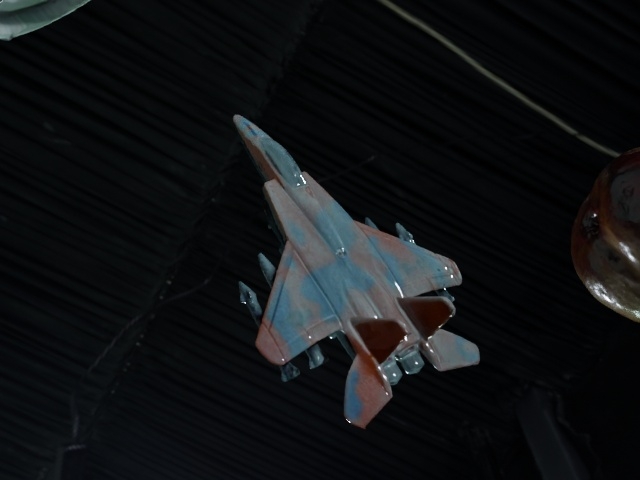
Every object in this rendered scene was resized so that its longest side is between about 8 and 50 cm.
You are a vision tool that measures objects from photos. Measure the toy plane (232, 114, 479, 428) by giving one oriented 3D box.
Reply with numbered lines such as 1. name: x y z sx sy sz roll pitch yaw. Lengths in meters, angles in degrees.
1. toy plane: -0.002 0.005 0.608 0.223 0.326 0.104 -19 145 -32

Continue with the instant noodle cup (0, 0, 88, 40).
1. instant noodle cup: -0.254 -0.271 0.541 0.205 0.153 0.205 -33 -168 8

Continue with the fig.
1. fig: 0.369 0.026 0.607 0.145 0.274 0.170 -57 171 -38
